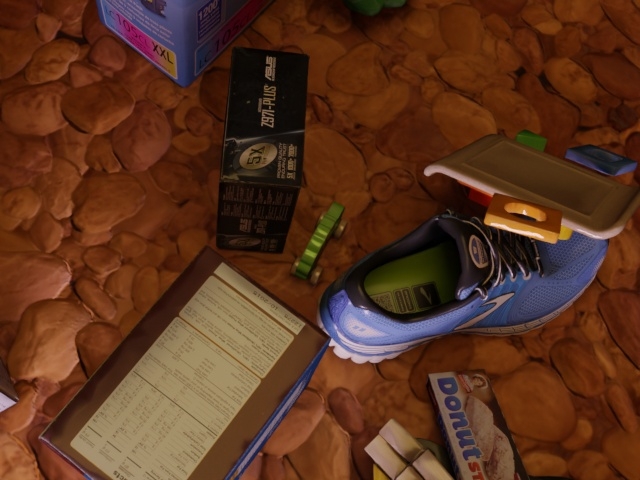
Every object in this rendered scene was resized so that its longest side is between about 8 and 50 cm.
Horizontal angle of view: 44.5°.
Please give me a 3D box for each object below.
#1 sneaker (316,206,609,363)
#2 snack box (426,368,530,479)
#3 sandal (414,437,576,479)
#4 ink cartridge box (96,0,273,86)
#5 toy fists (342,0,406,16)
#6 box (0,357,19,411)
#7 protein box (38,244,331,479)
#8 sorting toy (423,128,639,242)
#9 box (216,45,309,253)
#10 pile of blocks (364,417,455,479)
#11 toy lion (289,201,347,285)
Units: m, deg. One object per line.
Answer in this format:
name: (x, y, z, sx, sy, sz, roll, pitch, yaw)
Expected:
sneaker: (0.163, 0.037, 0.810, 0.329, 0.147, 0.130, -17, 72, -15)
snack box: (0.158, 0.205, 0.770, 0.064, 0.022, 0.178, -4, 43, -9)
sandal: (0.186, 0.267, 0.772, 0.254, 0.054, 0.097, 15, 68, -1)
ink cartridge box: (-0.113, -0.382, 0.804, 0.151, 0.395, 0.270, 36, 69, 7)
toy fists: (0.095, -0.402, 0.986, 0.142, 0.096, 0.279, 39, 65, -21)
box: (-0.406, 0.122, 0.643, 0.231, 0.262, 0.127, -30, 75, -16)
protein box: (-0.112, 0.149, 0.702, 0.136, 0.200, 0.201, 36, 69, 7)
sorting toy: (0.222, -0.051, 0.805, 0.196, 0.047, 0.347, 23, 26, 23)
box: (-0.063, -0.086, 0.811, 0.077, 0.180, 0.147, 5, 69, -7)
pile of blocks: (0.064, 0.340, 0.680, 0.148, 0.113, 0.362, -7, 73, 2)
toy lion: (0.000, 0.000, 0.831, 0.034, 0.096, 0.100, 27, 67, 4)
